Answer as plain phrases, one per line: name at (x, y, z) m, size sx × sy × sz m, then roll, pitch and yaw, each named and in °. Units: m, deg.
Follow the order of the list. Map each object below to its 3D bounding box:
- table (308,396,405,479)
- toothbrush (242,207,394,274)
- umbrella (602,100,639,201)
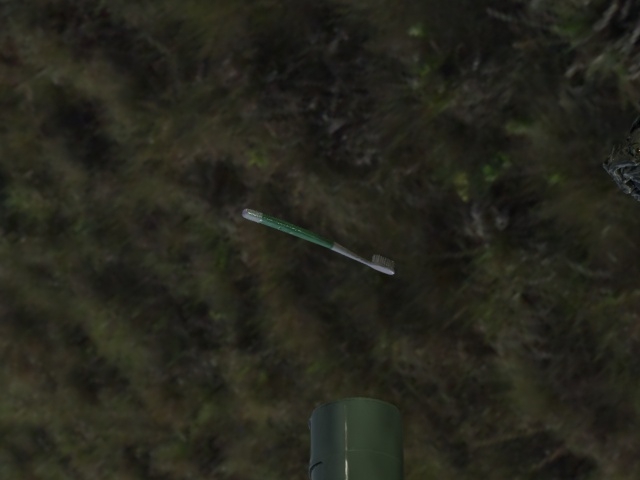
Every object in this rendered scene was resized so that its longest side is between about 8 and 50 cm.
table at (0.047, 0.324, 1.517) m, size 0.126 × 0.126 × 0.220 m, roll 90°, pitch 179°, yaw -55°
toothbrush at (0.000, 0.000, 1.795) m, size 0.257 × 0.024 × 0.018 m, roll 20°, pitch 150°, yaw -18°
umbrella at (0.548, -0.213, 1.827) m, size 0.113 × 0.357 × 0.106 m, roll 37°, pitch 152°, yaw -11°
